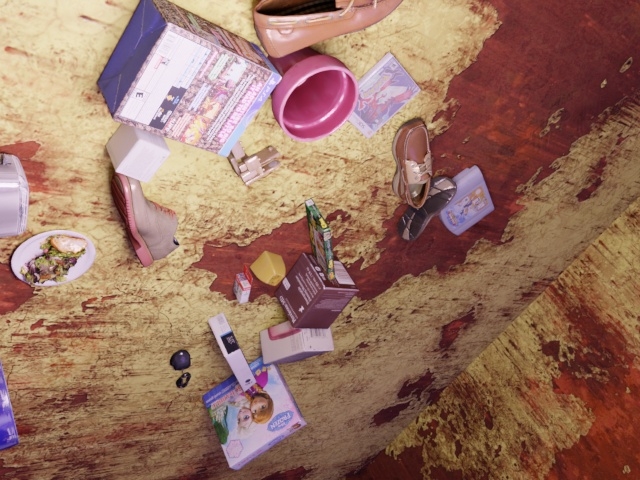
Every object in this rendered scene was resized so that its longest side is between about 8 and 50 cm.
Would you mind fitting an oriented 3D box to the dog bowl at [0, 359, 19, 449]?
[{"bbox_3d":[-0.895,0.438,1.668,0.104,0.265,0.265,-12,140,-29],"label":"dog bowl"}]

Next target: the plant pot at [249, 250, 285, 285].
[{"bbox_3d":[-0.159,0.096,1.977,0.081,0.083,0.081,-47,142,18],"label":"plant pot"}]

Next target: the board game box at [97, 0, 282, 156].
[{"bbox_3d":[-0.276,-0.341,1.315,0.291,0.141,0.232,14,124,-46],"label":"board game box"}]

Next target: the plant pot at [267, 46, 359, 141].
[{"bbox_3d":[-0.039,-0.361,1.438,0.201,0.180,0.201,-21,143,-17],"label":"plant pot"}]

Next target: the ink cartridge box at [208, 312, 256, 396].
[{"bbox_3d":[-0.300,0.405,2.169,0.065,0.165,0.332,-25,145,-12],"label":"ink cartridge box"}]

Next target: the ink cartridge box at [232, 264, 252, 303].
[{"bbox_3d":[-0.249,0.140,1.978,0.029,0.063,0.115,-12,140,-29],"label":"ink cartridge box"}]

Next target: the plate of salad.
[{"bbox_3d":[-0.670,0.054,1.567,0.200,0.048,0.200,-21,144,-16],"label":"plate of salad"}]

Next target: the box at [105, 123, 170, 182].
[{"bbox_3d":[-0.414,-0.207,1.404,0.102,0.101,0.087,-46,142,18],"label":"box"}]

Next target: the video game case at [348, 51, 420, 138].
[{"bbox_3d":[0.158,-0.390,1.689,0.201,0.023,0.183,-42,144,13],"label":"video game case"}]

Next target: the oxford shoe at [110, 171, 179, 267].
[{"bbox_3d":[-0.433,-0.068,1.554,0.130,0.123,0.348,-24,155,-17],"label":"oxford shoe"}]

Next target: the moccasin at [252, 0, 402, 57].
[{"bbox_3d":[0.032,-0.533,1.340,0.380,0.139,0.147,-19,152,-3],"label":"moccasin"}]

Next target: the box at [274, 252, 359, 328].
[{"bbox_3d":[-0.015,0.174,2.105,0.167,0.168,0.203,8,128,-43],"label":"box"}]

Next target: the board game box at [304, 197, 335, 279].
[{"bbox_3d":[0.000,0.000,1.939,0.030,0.136,0.259,-21,143,-10],"label":"board game box"}]

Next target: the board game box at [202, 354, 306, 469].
[{"bbox_3d":[-0.257,0.641,2.352,0.319,0.318,0.066,-35,144,3],"label":"board game box"}]

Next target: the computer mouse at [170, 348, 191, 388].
[{"bbox_3d":[-0.491,0.467,2.204,0.071,0.041,0.242,-17,143,-22],"label":"computer mouse"}]

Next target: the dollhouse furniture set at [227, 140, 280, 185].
[{"bbox_3d":[-0.171,-0.237,1.543,0.123,0.144,0.151,-31,131,-10],"label":"dollhouse furniture set"}]

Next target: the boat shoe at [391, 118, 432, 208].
[{"bbox_3d":[0.298,-0.227,1.906,0.122,0.120,0.324,-25,144,-12],"label":"boat shoe"}]

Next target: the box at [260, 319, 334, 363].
[{"bbox_3d":[-0.087,0.360,2.233,0.148,0.127,0.232,8,156,-44],"label":"box"}]

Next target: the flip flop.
[{"bbox_3d":[0.366,-0.110,2.122,0.080,0.112,0.277,-18,147,-50],"label":"flip flop"}]

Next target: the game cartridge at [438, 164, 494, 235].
[{"bbox_3d":[0.517,-0.133,2.247,0.198,0.062,0.297,-40,144,3],"label":"game cartridge"}]

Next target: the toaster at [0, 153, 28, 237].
[{"bbox_3d":[-0.706,-0.086,1.306,0.146,0.129,0.227,-7,136,-35],"label":"toaster"}]
